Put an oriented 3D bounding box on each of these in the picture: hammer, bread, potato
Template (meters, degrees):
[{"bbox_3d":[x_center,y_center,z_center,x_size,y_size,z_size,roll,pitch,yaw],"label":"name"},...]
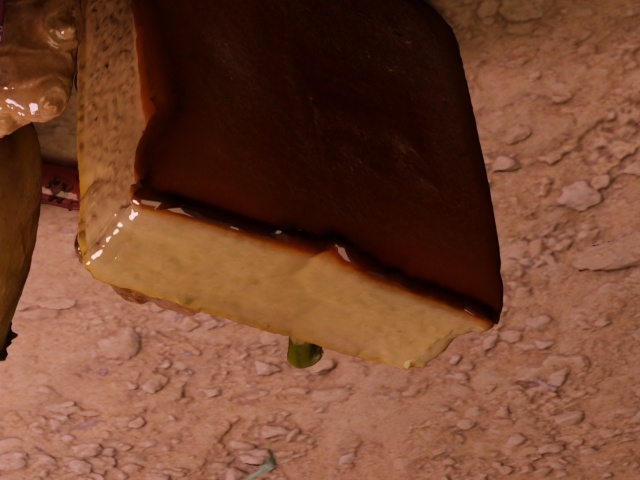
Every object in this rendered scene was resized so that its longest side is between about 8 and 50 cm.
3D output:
[{"bbox_3d":[-0.254,-0.052,1.462,0.083,0.043,0.043,12,136,-24],"label":"hammer"},{"bbox_3d":[-0.029,-0.084,1.243,0.324,0.333,0.143,17,138,-29],"label":"bread"},{"bbox_3d":[-0.336,-0.025,1.350,0.229,0.229,0.266,11,133,-22],"label":"potato"}]

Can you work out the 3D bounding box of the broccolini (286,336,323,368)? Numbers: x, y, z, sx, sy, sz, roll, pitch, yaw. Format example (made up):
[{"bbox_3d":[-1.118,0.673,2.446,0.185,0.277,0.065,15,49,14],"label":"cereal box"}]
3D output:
[{"bbox_3d":[0.004,0.004,1.574,0.074,0.078,0.392,-12,148,-12],"label":"broccolini"}]

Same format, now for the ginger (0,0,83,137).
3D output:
[{"bbox_3d":[-0.213,-0.179,1.178,0.081,0.148,0.333,26,88,-37],"label":"ginger"}]

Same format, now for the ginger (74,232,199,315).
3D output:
[{"bbox_3d":[-0.143,0.020,1.545,0.137,0.074,0.213,-29,142,22],"label":"ginger"}]

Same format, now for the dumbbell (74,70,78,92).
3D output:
[{"bbox_3d":[-0.186,-0.105,1.351,0.046,0.118,0.052,-24,136,12],"label":"dumbbell"}]

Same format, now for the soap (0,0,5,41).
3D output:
[{"bbox_3d":[-0.287,-0.204,1.153,0.122,0.203,0.065,-28,134,25],"label":"soap"}]
